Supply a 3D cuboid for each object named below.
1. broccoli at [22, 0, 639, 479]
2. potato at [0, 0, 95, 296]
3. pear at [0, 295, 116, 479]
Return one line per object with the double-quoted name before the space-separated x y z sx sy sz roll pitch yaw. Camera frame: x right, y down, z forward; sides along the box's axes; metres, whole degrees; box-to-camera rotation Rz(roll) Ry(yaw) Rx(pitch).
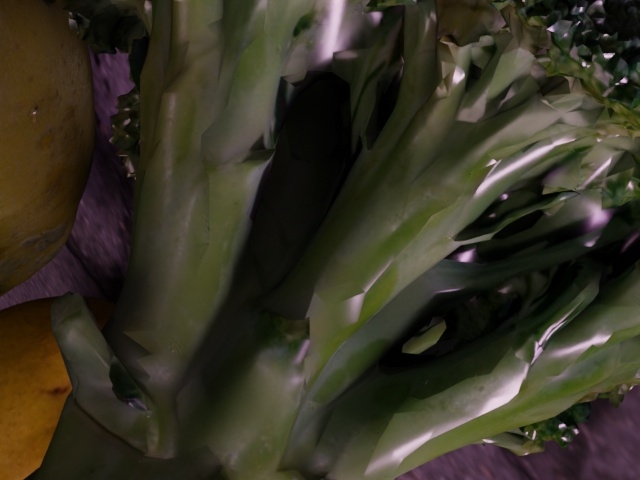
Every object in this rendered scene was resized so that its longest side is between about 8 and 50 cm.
"broccoli" 0.000 0.000 0.404 0.254 0.269 0.269 -24 95 57
"potato" -0.236 -0.081 0.814 0.216 0.216 0.304 48 162 25
"pear" -0.174 0.126 0.954 0.267 0.267 0.178 50 121 22
